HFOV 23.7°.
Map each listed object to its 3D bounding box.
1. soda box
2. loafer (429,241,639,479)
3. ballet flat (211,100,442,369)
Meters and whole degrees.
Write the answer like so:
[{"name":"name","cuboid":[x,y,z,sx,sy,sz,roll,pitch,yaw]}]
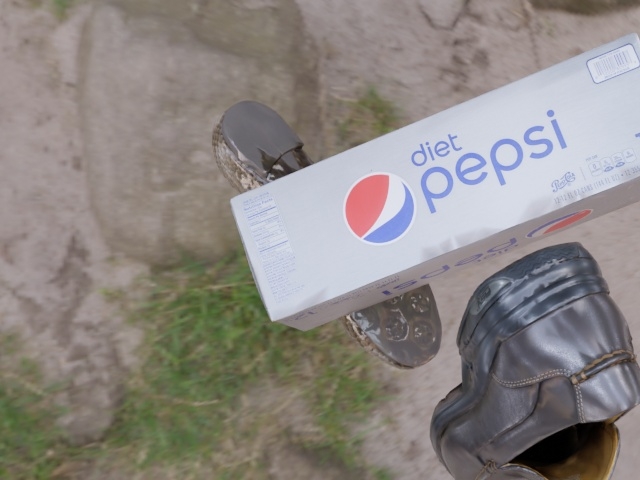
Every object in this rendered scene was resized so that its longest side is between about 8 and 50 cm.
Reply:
[{"name":"soda box","cuboid":[0.093,-0.033,1.008,0.286,0.098,0.091,-22,78,9]},{"name":"loafer","cuboid":[0.079,0.070,0.554,0.062,0.170,0.061,-24,62,-10]},{"name":"ballet flat","cuboid":[0.000,0.000,1.178,0.250,0.084,0.058,49,143,5]}]
